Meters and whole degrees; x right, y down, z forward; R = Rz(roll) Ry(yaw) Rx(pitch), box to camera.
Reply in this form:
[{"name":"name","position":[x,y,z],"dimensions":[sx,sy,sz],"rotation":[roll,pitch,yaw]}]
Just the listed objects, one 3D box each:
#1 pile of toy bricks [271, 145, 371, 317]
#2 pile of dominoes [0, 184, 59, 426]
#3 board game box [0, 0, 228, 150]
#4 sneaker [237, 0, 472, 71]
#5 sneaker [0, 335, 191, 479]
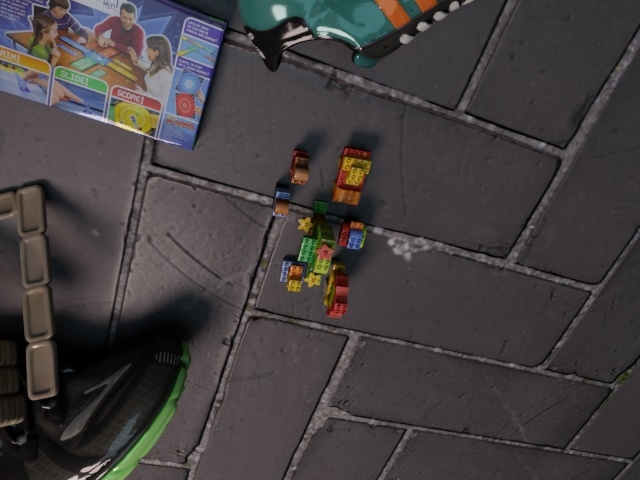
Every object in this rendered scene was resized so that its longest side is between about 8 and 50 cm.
[{"name":"pile of toy bricks","position":[0.000,0.000,0.534],"dimensions":[0.118,0.105,0.212],"rotation":[7,116,-11]},{"name":"pile of dominoes","position":[-0.381,0.080,0.501],"dimensions":[0.196,0.040,0.251],"rotation":[-12,76,1]},{"name":"board game box","position":[-0.208,-0.186,0.450],"dimensions":[0.201,0.035,0.136],"rotation":[17,114,-16]},{"name":"sneaker","position":[0.074,-0.234,0.429],"dimensions":[0.302,0.108,0.121],"rotation":[-6,119,5]},{"name":"sneaker","position":[-0.394,0.222,0.554],"dimensions":[0.483,0.185,0.202],"rotation":[-19,122,1]}]
